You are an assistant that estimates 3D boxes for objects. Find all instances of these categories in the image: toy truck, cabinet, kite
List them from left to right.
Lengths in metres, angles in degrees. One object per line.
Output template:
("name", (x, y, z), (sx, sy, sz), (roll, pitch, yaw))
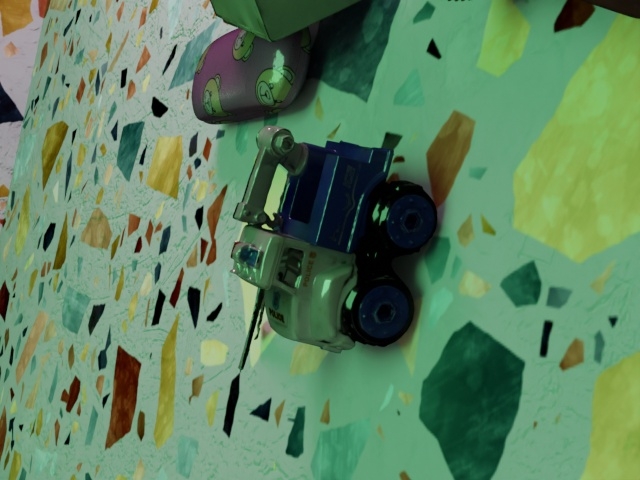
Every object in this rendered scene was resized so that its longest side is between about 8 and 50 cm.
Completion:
("kite", (-0.058, 0.017, 1.252), (0.335, 0.012, 0.314), (-76, 0, -46))
("cabinet", (-0.058, -0.349, 1.341), (0.206, 0.145, 0.150), (38, 153, 61))
("toy truck", (0.000, 0.000, 1.097), (0.161, 0.177, 0.213), (18, 93, 61))

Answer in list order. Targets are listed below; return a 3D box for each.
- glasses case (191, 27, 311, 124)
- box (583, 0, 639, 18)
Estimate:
("glasses case", (-0.101, -0.230, 1.497), (0.316, 0.076, 0.123), (2, 81, 62))
("box", (0.215, -0.322, 0.833), (0.167, 0.193, 0.294), (53, 126, 49))
